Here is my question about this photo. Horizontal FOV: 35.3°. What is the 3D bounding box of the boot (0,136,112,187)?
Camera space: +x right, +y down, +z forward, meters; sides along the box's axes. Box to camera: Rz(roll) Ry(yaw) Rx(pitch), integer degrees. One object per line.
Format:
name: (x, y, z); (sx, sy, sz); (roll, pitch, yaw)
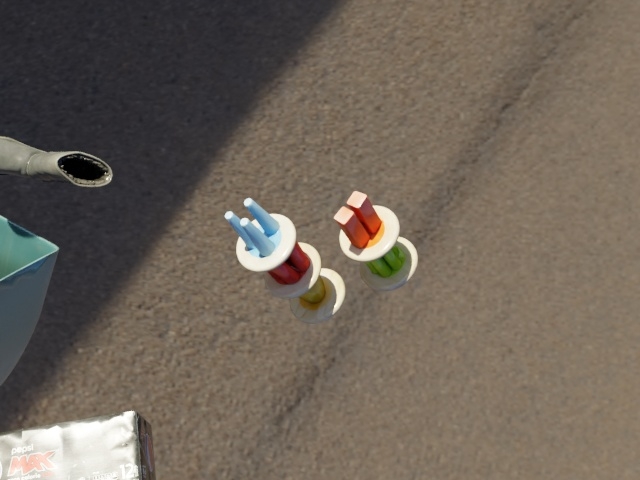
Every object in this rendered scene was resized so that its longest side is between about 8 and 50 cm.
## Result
boot: (-0.474, -0.127, 1.692); (0.190, 0.208, 0.076); (5, 99, -33)

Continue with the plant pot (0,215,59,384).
plant pot: (-0.477, 0.099, 1.326); (0.166, 0.166, 0.234); (-40, 152, -57)

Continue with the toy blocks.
toy blocks: (0.000, 0.000, 0.810); (0.148, 0.123, 0.054); (50, 19, -52)

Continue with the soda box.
soda box: (-0.209, 0.170, 0.740); (0.169, 0.053, 0.060); (-9, 68, -1)
